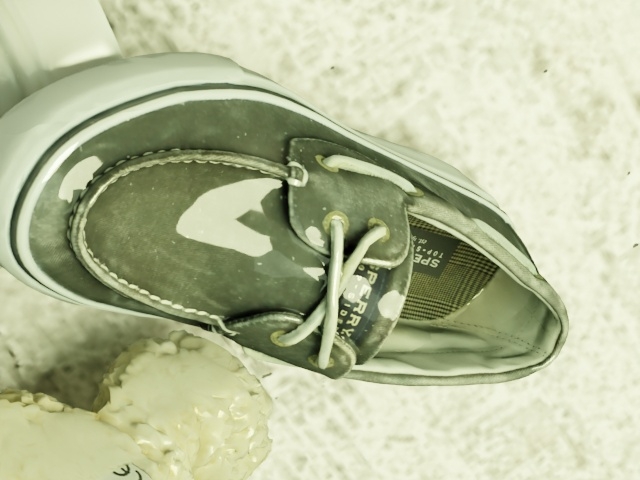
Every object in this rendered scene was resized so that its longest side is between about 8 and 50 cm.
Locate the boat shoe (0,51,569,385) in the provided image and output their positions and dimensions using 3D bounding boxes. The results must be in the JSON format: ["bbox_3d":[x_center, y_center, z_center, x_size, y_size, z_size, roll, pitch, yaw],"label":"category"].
[{"bbox_3d":[0.000,0.000,0.842,0.335,0.119,0.121,7,115,-46],"label":"boat shoe"}]

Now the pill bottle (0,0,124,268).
[{"bbox_3d":[-0.238,-0.031,0.813,0.301,0.169,0.169,-27,115,-17],"label":"pill bottle"}]

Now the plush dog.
[{"bbox_3d":[-0.164,0.169,0.924,0.262,0.211,0.225,10,131,-16],"label":"plush dog"}]
